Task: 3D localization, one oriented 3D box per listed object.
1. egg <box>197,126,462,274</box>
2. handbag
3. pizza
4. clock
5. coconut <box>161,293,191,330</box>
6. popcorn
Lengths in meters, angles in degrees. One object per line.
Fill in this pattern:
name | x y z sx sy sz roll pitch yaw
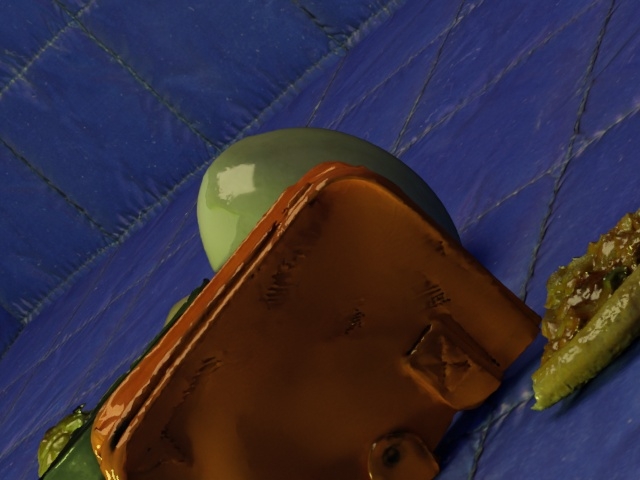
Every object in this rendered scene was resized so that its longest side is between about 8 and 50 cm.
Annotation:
egg | 0.000 0.000 1.854 0.278 0.336 0.278 -49 14 17
handbag | -0.005 0.148 1.502 0.410 0.303 0.116 -50 15 -6
pizza | 0.277 0.041 1.457 0.292 0.058 0.197 -49 13 -9
clock | -0.213 0.187 1.762 0.325 0.067 0.325 -49 4 5
coconut | -0.107 0.165 2.018 0.224 0.224 0.224 -44 14 14
popcorn | -0.369 0.342 2.387 0.173 0.142 0.173 -46 20 22
